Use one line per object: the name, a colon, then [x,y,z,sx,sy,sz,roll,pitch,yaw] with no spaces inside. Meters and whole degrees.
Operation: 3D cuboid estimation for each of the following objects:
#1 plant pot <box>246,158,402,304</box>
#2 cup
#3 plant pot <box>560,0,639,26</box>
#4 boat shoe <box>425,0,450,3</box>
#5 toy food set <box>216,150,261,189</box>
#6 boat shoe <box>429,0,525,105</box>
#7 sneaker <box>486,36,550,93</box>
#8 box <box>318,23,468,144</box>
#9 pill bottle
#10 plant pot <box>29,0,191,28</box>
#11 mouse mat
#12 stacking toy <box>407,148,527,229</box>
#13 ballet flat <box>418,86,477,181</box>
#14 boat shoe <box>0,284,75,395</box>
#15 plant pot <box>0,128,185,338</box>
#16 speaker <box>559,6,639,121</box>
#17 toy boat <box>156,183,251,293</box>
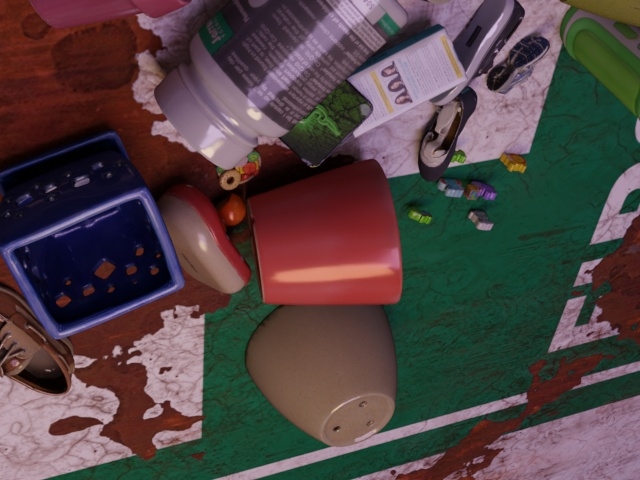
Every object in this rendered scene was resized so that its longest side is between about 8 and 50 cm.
plant pot: [0.000,0.000,1.724,0.243,0.275,0.275,-8,135,-7]
cup: [0.032,0.293,2.031,0.331,0.237,0.331,-15,136,-15]
plant pot: [0.546,-0.466,1.584,0.293,0.275,0.275,-3,134,-7]
boat shoe: [0.160,-0.416,1.557,0.133,0.042,0.049,2,104,-32]
toy food set: [-0.143,-0.129,1.681,0.083,0.020,0.082,-17,137,-13]
boat shoe: [0.278,-0.329,1.686,0.076,0.080,0.228,17,113,-38]
sneaker: [0.369,-0.321,1.766,0.135,0.052,0.058,-40,148,22]
box: [0.116,-0.264,1.619,0.244,0.060,0.100,-26,109,5]
pill bottle: [-0.064,-0.286,1.435,0.361,0.204,0.204,-41,137,12]
plant pot: [-0.290,-0.370,1.250,0.180,0.201,0.201,-19,140,12]
mouse mat: [-0.026,-0.229,1.586,0.190,0.007,0.152,42,106,-13]
stacking toy: [0.293,-0.107,1.930,0.221,0.052,0.167,4,127,-30]
ballet flat: [0.224,-0.196,1.780,0.074,0.074,0.203,6,123,-33]
boat shoe: [-0.544,0.178,1.683,0.123,0.116,0.324,-38,138,9]
plant pot: [-0.373,-0.023,1.511,0.236,0.212,0.236,-22,139,-8]
speaker: [0.546,-0.311,1.680,0.131,0.296,0.131,-16,137,-15]
toy boat: [-0.190,-0.023,1.695,0.151,0.151,0.231,-54,143,-19]
